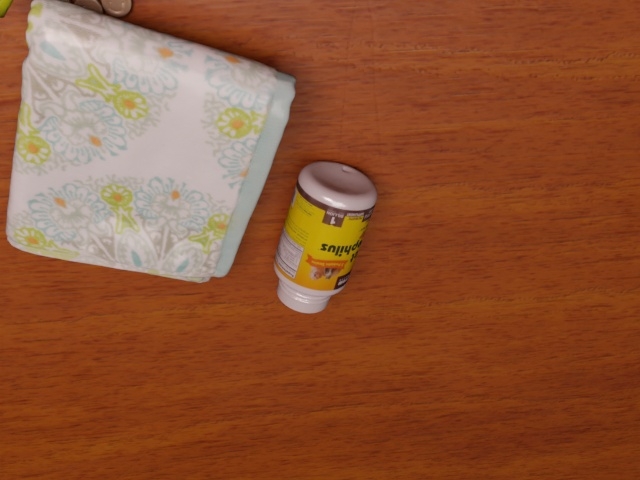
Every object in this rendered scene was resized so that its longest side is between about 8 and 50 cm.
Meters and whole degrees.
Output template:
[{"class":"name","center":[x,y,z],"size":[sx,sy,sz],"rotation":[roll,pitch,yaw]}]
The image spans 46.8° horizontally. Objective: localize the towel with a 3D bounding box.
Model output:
[{"class":"towel","center":[-0.236,-0.103,0.979],"size":[0.320,0.090,0.374],"rotation":[12,130,-18]}]

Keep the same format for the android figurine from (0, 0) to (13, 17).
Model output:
[{"class":"android figurine","center":[-0.324,-0.384,0.777],"size":[0.248,0.056,0.273],"rotation":[40,108,3]}]

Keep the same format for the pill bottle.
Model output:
[{"class":"pill bottle","center":[0.000,0.000,1.092],"size":[0.117,0.117,0.215],"rotation":[10,122,-13]}]

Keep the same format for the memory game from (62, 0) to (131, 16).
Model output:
[{"class":"memory game","center":[-0.294,-0.349,0.882],"size":[0.186,0.012,0.186],"rotation":[-3,124,-4]}]
